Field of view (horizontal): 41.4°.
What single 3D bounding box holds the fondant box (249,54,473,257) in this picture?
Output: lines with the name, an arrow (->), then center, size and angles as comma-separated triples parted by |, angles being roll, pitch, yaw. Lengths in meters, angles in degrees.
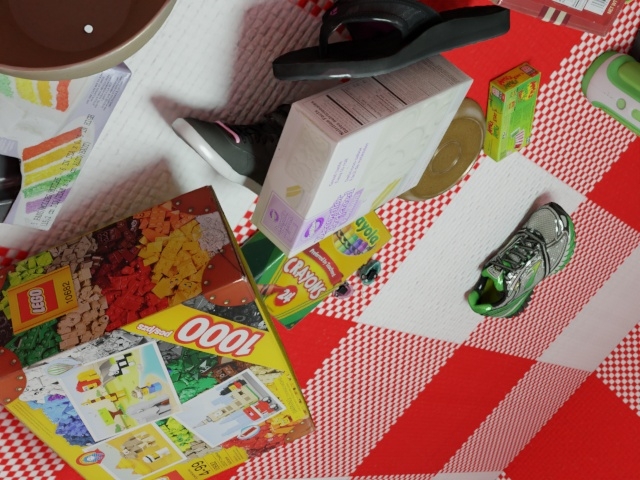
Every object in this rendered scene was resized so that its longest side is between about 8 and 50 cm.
fondant box -> 0.064, -0.138, 1.292 | 0.330, 0.096, 0.238 | -29, 154, -40

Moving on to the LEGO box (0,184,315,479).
LEGO box -> -0.251, 0.194, 1.335 | 0.372, 0.193, 0.500 | -23, 143, -4

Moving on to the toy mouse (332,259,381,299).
toy mouse -> 0.068, 0.074, 1.718 | 0.161, 0.031, 0.143 | -36, 144, -8

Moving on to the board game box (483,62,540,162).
board game box -> 0.372, -0.248, 1.656 | 0.092, 0.043, 0.181 | -31, 144, -20

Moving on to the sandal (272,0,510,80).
sandal -> 0.102, -0.322, 1.259 | 0.445, 0.167, 0.107 | -24, 116, -35

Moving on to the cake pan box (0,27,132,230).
cake pan box -> -0.394, -0.140, 1.022 | 0.245, 0.070, 0.267 | 14, 117, -48

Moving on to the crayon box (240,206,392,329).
crayon box -> 0.000, 0.000, 1.533 | 0.318, 0.081, 0.202 | -43, 144, 0

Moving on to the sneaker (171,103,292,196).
sneaker -> -0.097, -0.157, 1.262 | 0.147, 0.104, 0.295 | -50, 150, 7

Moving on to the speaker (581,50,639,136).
speaker -> 0.671, -0.264, 1.707 | 0.131, 0.296, 0.131 | -25, 142, -22

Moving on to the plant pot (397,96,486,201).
plant pot -> 0.232, -0.165, 1.624 | 0.236, 0.032, 0.236 | -26, 142, -23

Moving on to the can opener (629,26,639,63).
can opener -> 0.717, -0.456, 1.743 | 0.095, 0.076, 0.283 | -22, 141, -25

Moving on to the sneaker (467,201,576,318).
sneaker -> 0.475, 0.059, 2.002 | 0.146, 0.134, 0.343 | -2, 129, -42

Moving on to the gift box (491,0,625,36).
gift box -> 0.315, -0.444, 1.208 | 0.276, 0.258, 0.255 | 9, 120, -36

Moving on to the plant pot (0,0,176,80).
plant pot -> -0.269, -0.284, 0.856 | 0.284, 0.284, 0.191 | -36, -179, -8

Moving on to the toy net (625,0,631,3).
toy net -> 0.577, -0.548, 1.537 | 0.122, 0.045, 0.232 | -36, 144, -9
